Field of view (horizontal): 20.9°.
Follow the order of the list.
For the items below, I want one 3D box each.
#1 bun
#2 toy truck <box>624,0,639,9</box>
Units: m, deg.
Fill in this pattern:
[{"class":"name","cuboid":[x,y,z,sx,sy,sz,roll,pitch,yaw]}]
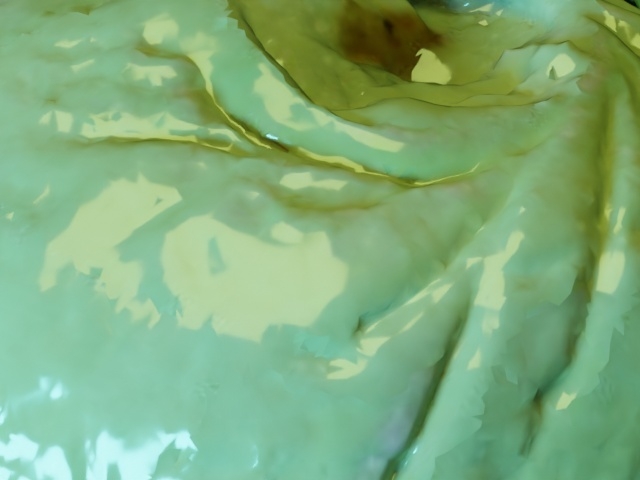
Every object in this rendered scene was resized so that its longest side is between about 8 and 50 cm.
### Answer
[{"class":"bun","cuboid":[0.000,0.000,0.413,0.243,0.153,0.244,6,23,-3]},{"class":"toy truck","cuboid":[0.189,-0.178,0.649,0.259,0.128,0.135,-30,16,-17]}]
